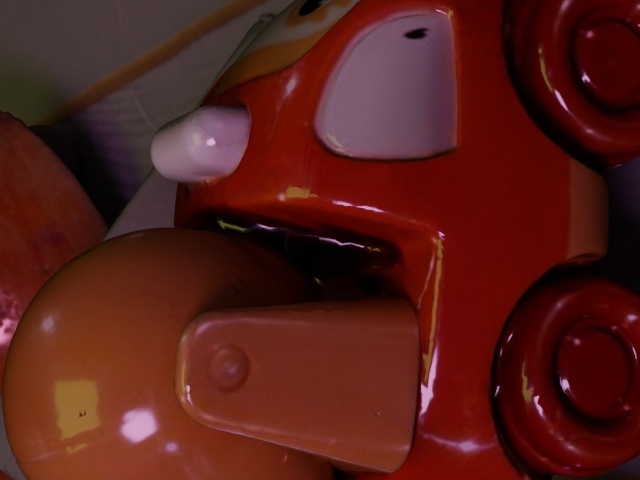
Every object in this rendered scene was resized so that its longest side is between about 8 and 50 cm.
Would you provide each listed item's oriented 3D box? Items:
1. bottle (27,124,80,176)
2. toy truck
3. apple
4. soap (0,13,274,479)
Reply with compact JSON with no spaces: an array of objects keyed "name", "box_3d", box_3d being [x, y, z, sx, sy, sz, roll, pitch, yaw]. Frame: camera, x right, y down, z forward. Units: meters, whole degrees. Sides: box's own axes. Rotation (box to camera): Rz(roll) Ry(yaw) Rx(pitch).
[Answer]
[{"name":"bottle","box_3d":[-0.215,-0.031,1.244,0.140,0.053,0.053,-44,61,55]},{"name":"toy truck","box_3d":[0.000,0.000,0.681,0.189,0.239,0.265,167,108,-65]},{"name":"apple","box_3d":[-0.254,0.071,1.177,0.251,0.163,0.293,47,145,21]},{"name":"soap","box_3d":[0.000,0.072,0.931,0.302,0.258,0.159,-57,26,-16]}]
